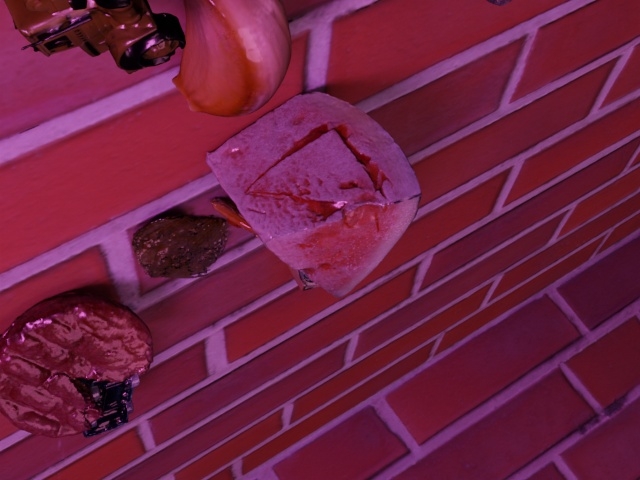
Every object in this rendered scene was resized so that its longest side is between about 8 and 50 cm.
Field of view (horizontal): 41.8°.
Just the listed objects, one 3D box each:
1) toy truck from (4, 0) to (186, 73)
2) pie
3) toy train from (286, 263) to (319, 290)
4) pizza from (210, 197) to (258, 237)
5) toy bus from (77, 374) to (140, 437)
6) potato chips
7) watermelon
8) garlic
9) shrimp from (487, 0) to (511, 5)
[{"bbox_3d":[-0.182,-0.198,0.585,0.127,0.127,0.257,-28,173,1],"label":"toy truck"},{"bbox_3d":[-0.332,0.164,1.119,0.219,0.054,0.204,-35,128,-3],"label":"pie"},{"bbox_3d":[0.000,0.000,1.313,0.072,0.099,0.188,-17,151,-33],"label":"toy train"},{"bbox_3d":[-0.093,-0.018,1.141,0.029,0.099,0.100,-60,153,10],"label":"pizza"},{"bbox_3d":[-0.331,0.220,1.270,0.079,0.091,0.160,-15,144,-32],"label":"toy bus"},{"bbox_3d":[-0.186,0.007,1.158,0.142,0.026,0.209,-30,157,-20],"label":"potato chips"},{"bbox_3d":[-0.021,-0.037,1.061,0.201,0.213,0.261,-22,153,-31],"label":"watermelon"},{"bbox_3d":[-0.083,-0.210,0.800,0.115,0.128,0.206,-53,157,-25],"label":"garlic"},{"bbox_3d":[0.175,-0.342,0.937,0.090,0.079,0.233,-43,152,2],"label":"shrimp"}]
